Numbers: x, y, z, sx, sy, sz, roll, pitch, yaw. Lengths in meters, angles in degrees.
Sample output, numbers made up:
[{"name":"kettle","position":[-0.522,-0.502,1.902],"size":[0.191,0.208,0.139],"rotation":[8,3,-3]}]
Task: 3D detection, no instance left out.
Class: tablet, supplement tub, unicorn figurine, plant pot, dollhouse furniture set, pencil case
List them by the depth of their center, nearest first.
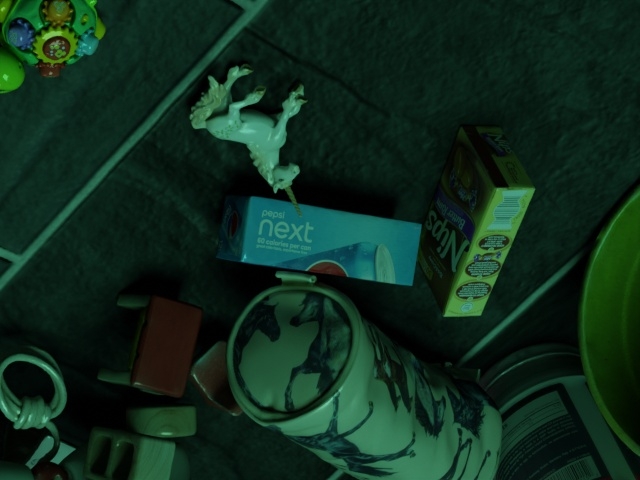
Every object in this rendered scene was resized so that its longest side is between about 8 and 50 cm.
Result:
[{"name":"unicorn figurine","position":[-0.060,-0.112,1.634],"size":[0.162,0.060,0.111],"rotation":[26,121,-19]},{"name":"dollhouse furniture set","position":[-0.140,0.260,1.733],"size":[0.201,0.152,0.374],"rotation":[19,80,-33]},{"name":"pencil case","position":[0.058,0.175,1.831],"size":[0.160,0.183,0.410],"rotation":[-10,153,28]},{"name":"plant pot","position":[0.555,0.103,1.895],"size":[0.353,0.366,0.366],"rotation":[10,128,-43]},{"name":"tablet","position":[-0.330,0.263,1.915],"size":[0.083,0.006,0.054],"rotation":[-41,133,17]},{"name":"supplement tub","position":[0.307,0.278,1.986],"size":[0.191,0.272,0.191],"rotation":[-11,135,-11]}]

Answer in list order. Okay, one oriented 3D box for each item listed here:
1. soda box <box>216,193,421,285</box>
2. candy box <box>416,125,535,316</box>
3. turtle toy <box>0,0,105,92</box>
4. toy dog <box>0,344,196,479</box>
[{"name":"soda box","position":[0.000,0.000,1.730],"size":[0.210,0.067,0.071],"rotation":[9,90,-27]},{"name":"candy box","position":[0.164,-0.019,1.765],"size":[0.053,0.109,0.186],"rotation":[-1,131,-21]},{"name":"turtle toy","position":[-0.257,-0.183,1.475],"size":[0.130,0.066,0.095],"rotation":[-32,135,9]},{"name":"toy dog","position":[-0.281,0.263,1.834],"size":[0.334,0.220,0.161],"rotation":[23,159,-31]}]
